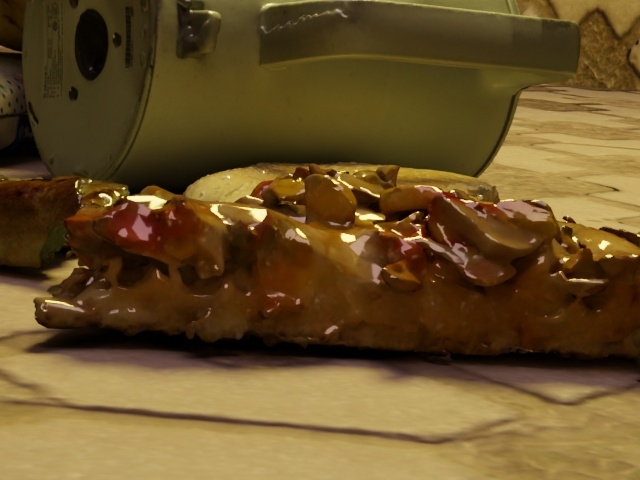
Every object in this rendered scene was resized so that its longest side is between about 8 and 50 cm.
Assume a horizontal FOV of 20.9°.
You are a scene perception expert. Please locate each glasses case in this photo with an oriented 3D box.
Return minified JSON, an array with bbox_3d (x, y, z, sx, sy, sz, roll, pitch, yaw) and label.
[{"bbox_3d":[-0.266,-0.111,1.383,0.125,0.076,0.327,5,9,11],"label":"glasses case"}]

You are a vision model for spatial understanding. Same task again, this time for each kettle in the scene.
[{"bbox_3d":[-0.017,-0.143,1.223,0.318,0.205,0.265,2,-32,-34],"label":"kettle"}]

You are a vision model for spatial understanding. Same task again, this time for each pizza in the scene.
[{"bbox_3d":[0.000,0.000,0.834,0.288,0.074,0.251,4,6,-15],"label":"pizza"}]

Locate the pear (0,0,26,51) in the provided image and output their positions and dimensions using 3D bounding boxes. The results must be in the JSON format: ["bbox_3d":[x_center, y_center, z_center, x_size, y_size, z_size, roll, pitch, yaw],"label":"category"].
[{"bbox_3d":[-0.129,-0.262,1.402,0.285,0.336,0.285,40,-1,0],"label":"pear"}]

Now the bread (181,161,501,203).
[{"bbox_3d":[0.008,-0.024,1.094,0.182,0.039,0.251,8,10,19],"label":"bread"}]

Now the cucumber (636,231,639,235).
[{"bbox_3d":[0.290,0.012,0.957,0.250,0.056,0.056,0,9,-11],"label":"cucumber"}]

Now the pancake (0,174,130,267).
[{"bbox_3d":[-0.202,-0.036,1.005,0.197,0.054,0.376,0,11,-32],"label":"pancake"}]
